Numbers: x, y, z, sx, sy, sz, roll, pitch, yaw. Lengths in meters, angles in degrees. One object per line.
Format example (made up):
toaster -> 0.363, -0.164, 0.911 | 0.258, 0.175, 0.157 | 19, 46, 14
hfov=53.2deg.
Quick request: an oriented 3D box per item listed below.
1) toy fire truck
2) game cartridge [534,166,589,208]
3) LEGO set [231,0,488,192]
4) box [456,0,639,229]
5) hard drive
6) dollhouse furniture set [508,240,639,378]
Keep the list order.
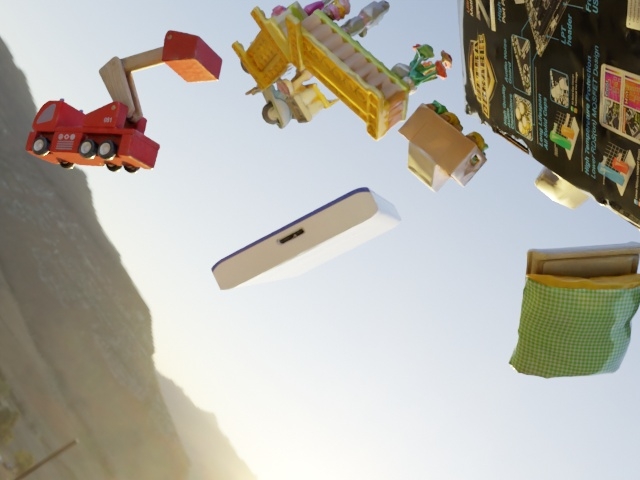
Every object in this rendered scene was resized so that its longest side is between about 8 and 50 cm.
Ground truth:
toy fire truck -> -0.202, -0.139, 0.648 | 0.192, 0.135, 0.047 | 6, -12, 24
game cartridge -> 0.283, -0.172, 0.435 | 0.068, 0.230, 0.355 | 39, -13, 9
LEGO set -> 0.031, -0.141, 0.484 | 0.287, 0.107, 0.132 | 31, -26, 54
box -> 0.150, -0.167, 0.318 | 0.293, 0.074, 0.295 | -114, -168, -61
hard drive -> 0.000, 0.000, 0.889 | 0.040, 0.210, 0.319 | 64, 10, 6
dollhouse furniture set -> 0.408, 0.109, 0.780 | 0.151, 0.302, 0.197 | -100, -174, -65
